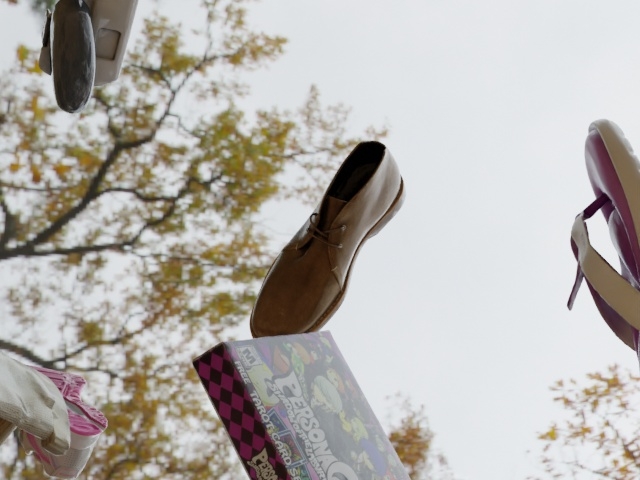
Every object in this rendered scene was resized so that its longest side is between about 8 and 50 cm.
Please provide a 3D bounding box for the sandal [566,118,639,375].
[{"bbox_3d":[0.300,0.057,0.986,0.102,0.169,0.416,-11,-119,8],"label":"sandal"}]

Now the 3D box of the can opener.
[{"bbox_3d":[-0.176,-0.237,0.824,0.095,0.075,0.283,-111,-144,-45],"label":"can opener"}]

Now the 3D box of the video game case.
[{"bbox_3d":[0.005,0.190,0.860,0.041,0.210,0.232,-35,-107,20],"label":"video game case"}]

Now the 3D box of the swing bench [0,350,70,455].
[{"bbox_3d":[-0.374,0.124,0.743,0.254,0.253,0.165,-40,-141,5],"label":"swing bench"}]

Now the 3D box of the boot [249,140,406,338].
[{"bbox_3d":[0.000,0.000,1.253,0.112,0.115,0.305,27,-109,21],"label":"boot"}]

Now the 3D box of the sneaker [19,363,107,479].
[{"bbox_3d":[-0.397,0.262,1.441,0.252,0.103,0.111,35,-75,60],"label":"sneaker"}]
